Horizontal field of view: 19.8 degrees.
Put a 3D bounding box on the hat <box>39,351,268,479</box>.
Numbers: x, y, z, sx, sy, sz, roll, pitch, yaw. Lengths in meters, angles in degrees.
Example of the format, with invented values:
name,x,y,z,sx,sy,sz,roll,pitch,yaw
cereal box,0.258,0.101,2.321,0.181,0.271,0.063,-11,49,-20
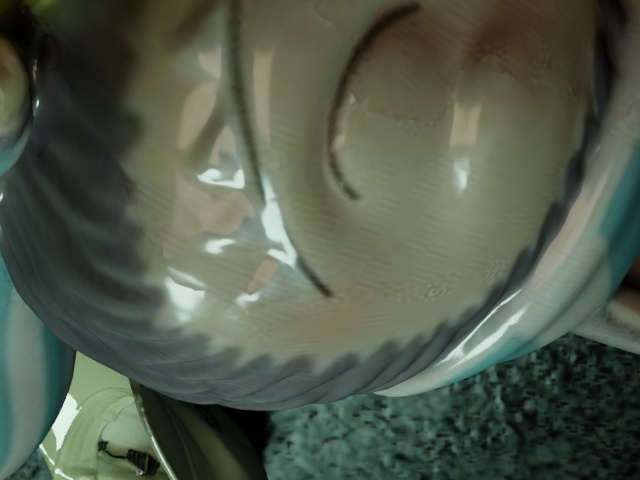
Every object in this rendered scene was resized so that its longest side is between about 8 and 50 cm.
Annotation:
name,x,y,z,sx,sy,sz,roll,pitch,yaw
hat,-0.081,0.096,0.813,0.122,0.081,0.166,9,130,42

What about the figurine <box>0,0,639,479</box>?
name,x,y,z,sx,sy,sz,roll,pitch,yaw
figurine,0.000,0.000,0.638,0.377,0.266,0.361,26,125,-14
